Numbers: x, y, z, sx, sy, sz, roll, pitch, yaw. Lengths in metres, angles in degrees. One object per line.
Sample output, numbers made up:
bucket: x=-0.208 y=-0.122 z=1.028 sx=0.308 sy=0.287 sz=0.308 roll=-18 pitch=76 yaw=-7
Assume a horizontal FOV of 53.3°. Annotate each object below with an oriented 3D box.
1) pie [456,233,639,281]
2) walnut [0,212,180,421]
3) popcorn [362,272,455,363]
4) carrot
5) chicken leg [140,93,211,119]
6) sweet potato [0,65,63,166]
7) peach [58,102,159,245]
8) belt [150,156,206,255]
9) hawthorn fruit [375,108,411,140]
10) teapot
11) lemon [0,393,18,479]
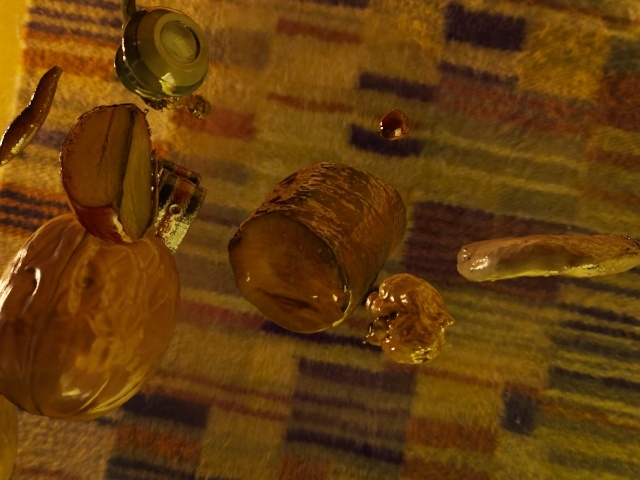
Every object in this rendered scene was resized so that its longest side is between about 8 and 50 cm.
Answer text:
pie: x=0.273 y=0.017 z=0.741 sx=0.218 sy=0.185 sz=0.052 roll=-3 pitch=87 yaw=-19
walnut: x=-0.218 y=0.070 z=0.593 sx=0.165 sy=0.165 sz=0.197 roll=5 pitch=60 yaw=2
popcorn: x=0.216 y=0.187 z=1.572 sx=0.191 sy=0.253 sz=0.190 roll=-25 pitch=124 yaw=-36
carrot: x=0.000 y=0.000 z=1.077 sx=0.241 sy=0.341 sz=0.242 roll=9 pitch=117 yaw=18
chicken leg: x=-0.302 y=-0.310 z=1.348 sx=0.087 sy=0.251 sz=0.107 roll=-34 pitch=78 yaw=12
sweet potato: x=-0.625 y=-0.260 z=1.372 sx=0.057 sy=0.057 sz=0.265 roll=41 pitch=102 yaw=1
peach: x=-0.134 y=-0.043 z=0.402 sx=0.050 sy=0.077 sz=0.083 roll=3 pitch=109 yaw=8
belt: x=-0.304 y=0.040 z=1.085 sx=0.094 sy=0.126 sz=0.360 roll=22 pitch=92 yaw=-22
hawthorn fruit: x=0.172 y=-0.265 z=1.473 sx=0.077 sy=0.077 sz=0.077 roll=0 pitch=91 yaw=2
teapot: x=-0.236 y=-0.280 z=0.911 sx=0.130 sy=0.119 sz=0.166 roll=-35 pitch=106 yaw=-39
lemon: x=-0.586 y=0.264 z=0.828 sx=0.350 sy=0.350 sz=0.387 roll=48 pitch=132 yaw=0
